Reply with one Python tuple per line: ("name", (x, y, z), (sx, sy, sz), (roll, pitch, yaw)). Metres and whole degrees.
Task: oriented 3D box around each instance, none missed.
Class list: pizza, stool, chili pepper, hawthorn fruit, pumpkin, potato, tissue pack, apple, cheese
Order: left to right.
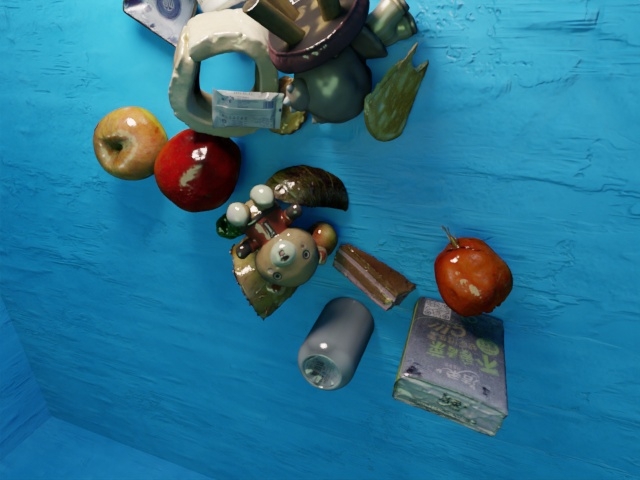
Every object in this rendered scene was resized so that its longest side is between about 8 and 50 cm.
("apple", (-0.661, -0.337, 1.439), (0.261, 0.194, 0.260), (8, 118, 16))
("hawthorn fruit", (-0.381, -0.244, 1.341), (0.265, 0.265, 0.307), (45, 109, -4))
("cheese", (-0.265, -0.459, 1.143), (0.292, 0.153, 0.332), (4, 142, -18))
("chili pepper", (-0.278, -0.073, 1.448), (0.270, 0.136, 0.099), (-23, 112, 39))
("tissue pack", (-0.203, -0.361, 1.141), (0.193, 0.026, 0.122), (-1, 144, -13))
("potato", (-0.156, 0.087, 1.429), (0.237, 0.301, 0.288), (-24, 127, 0))
("stool", (-0.041, -0.540, 0.930), (0.272, 0.272, 0.178), (-13, 146, 27))
("pumpkin", (-0.048, -0.167, 1.291), (0.279, 0.163, 0.111), (23, 116, 10))
("apple", (0.001, 0.000, 1.379), (0.102, 0.126, 0.126), (33, 126, -22))
("pizza", (0.199, -0.392, 1.095), (0.034, 0.181, 0.262), (44, 120, 38))
("tissue pack", (0.395, 0.347, 1.229), (0.288, 0.394, 0.124), (16, 120, 14))
("hawthorn fruit", (0.428, 0.082, 1.204), (0.211, 0.211, 0.299), (-28, 93, 31))

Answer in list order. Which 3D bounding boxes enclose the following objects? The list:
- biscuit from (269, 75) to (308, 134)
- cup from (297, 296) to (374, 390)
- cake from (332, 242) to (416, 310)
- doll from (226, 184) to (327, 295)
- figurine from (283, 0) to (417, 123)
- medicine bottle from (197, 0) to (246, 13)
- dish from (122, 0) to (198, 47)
("biscuit", (-0.089, -0.399, 1.251), (0.118, 0.061, 0.183), (30, 125, 4))
("cup", (0.054, 0.361, 1.426), (0.206, 0.312, 0.205), (8, 116, 18))
("cake", (0.169, 0.126, 1.389), (0.295, 0.113, 0.116), (34, 121, 11))
("doll", (-0.142, -0.003, 1.249), (0.235, 0.174, 0.330), (-36, 100, -7))
("figurine", (0.082, -0.459, 1.076), (0.380, 0.248, 0.203), (-43, 79, 19))
("medicine bottle", (-0.291, -0.754, 1.091), (0.170, 0.170, 0.293), (-16, 107, 28))
("dish", (-0.463, -0.716, 1.233), (0.243, 0.080, 0.182), (35, 123, 5))
